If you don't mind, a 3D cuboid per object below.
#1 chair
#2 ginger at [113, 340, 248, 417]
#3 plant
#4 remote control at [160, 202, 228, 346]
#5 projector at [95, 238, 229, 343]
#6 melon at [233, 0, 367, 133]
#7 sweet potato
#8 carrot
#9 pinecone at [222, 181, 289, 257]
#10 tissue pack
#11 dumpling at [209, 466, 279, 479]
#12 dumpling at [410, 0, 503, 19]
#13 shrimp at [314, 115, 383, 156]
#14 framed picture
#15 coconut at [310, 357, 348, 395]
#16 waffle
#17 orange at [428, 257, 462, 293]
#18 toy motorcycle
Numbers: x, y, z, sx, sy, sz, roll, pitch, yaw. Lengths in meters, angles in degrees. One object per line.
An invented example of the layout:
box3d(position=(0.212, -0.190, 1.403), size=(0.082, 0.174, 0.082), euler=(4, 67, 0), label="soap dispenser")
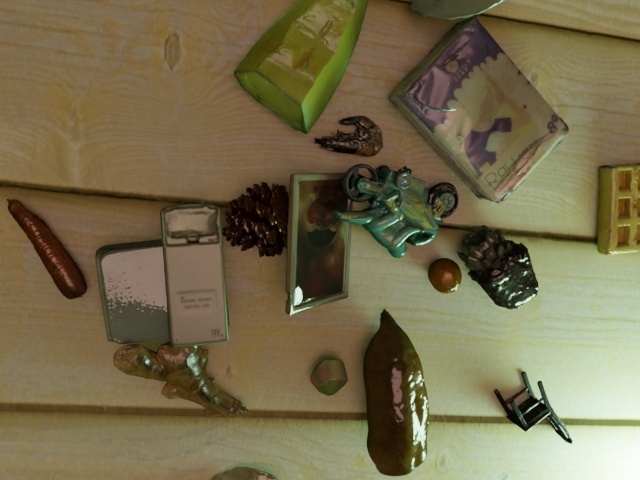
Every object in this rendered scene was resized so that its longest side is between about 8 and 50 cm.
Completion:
box3d(position=(0.536, 0.447, 1.463), size=(0.101, 0.084, 0.212), euler=(-32, 104, -8), label="chair")
box3d(position=(-0.287, 0.295, 1.263), size=(0.148, 0.081, 0.333), euler=(-47, 125, -12), label="ginger")
box3d(position=(0.414, 0.058, 1.350), size=(0.129, 0.132, 0.194), euler=(-40, 108, -5), label="plant")
box3d(position=(-0.251, 0.068, 1.168), size=(0.123, 0.038, 0.285), euler=(-6, 98, -11), label="remote control")
box3d(position=(-0.326, 0.096, 1.230), size=(0.251, 0.108, 0.198), euler=(-7, 101, -8), label="projector")
box3d(position=(-0.010, -0.403, 1.200), size=(0.196, 0.124, 0.323), euler=(37, 85, -15), label="melon")
box3d(position=(0.170, 0.346, 1.342), size=(0.158, 0.158, 0.369), euler=(-8, 102, -9), label="sweet potato")
box3d(position=(-0.561, 0.015, 1.200), size=(0.059, 0.059, 0.247), euler=(-31, 101, -4), label="carrot")
box3d(position=(-0.125, -0.040, 1.222), size=(0.174, 0.173, 0.173), euler=(-2, 100, -10), label="pinecone")
box3d(position=(0.350, -0.278, 1.285), size=(0.344, 0.125, 0.242), euler=(44, 89, -16), label="tissue pack")
box3d(position=(-0.200, 0.614, 1.343), size=(0.166, 0.126, 0.216), euler=(40, 100, 12), label="dumpling")
box3d(position=(0.350, -0.606, 1.201), size=(0.270, 0.212, 0.320), euler=(20, 113, 23), label="dumpling")
box3d(position=(0.062, -0.231, 1.290), size=(0.161, 0.034, 0.091), euler=(0, 87, -17), label="shrimp")
box3d(position=(0.000, 0.000, 1.251), size=(0.211, 0.020, 0.289), euler=(-9, 105, -52), label="framed picture")
box3d(position=(0.019, 0.316, 1.346), size=(0.083, 0.082, 0.081), euler=(-1, 66, -19), label="coconut")
box3d(position=(0.802, -0.081, 1.437), size=(0.248, 0.055, 0.221), euler=(-5, 100, -10), label="waffle")
box3d(position=(0.289, 0.082, 1.358), size=(0.085, 0.085, 0.085), euler=(-2, 100, -10), label="orange")
box3d(position=(0.165, -0.065, 1.298), size=(0.297, 0.109, 0.198), euler=(15, 97, -25), label="toy motorcycle")
